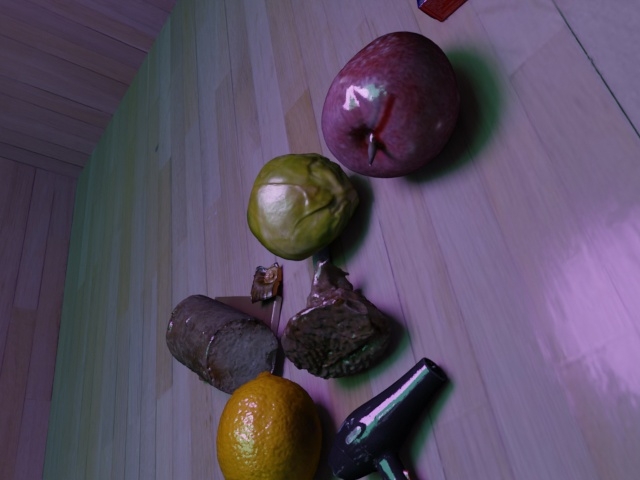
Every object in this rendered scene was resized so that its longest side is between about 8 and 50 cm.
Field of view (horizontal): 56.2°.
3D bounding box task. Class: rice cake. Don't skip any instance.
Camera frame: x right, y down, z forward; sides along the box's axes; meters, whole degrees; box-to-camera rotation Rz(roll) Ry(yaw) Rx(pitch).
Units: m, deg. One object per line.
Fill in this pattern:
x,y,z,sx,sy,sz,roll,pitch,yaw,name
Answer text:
0.000,0.000,1.218,0.042,0.031,0.180,-40,45,45,rice cake

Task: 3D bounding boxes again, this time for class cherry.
0.115,-0.213,0.990,0.236,0.212,0.285,-8,47,31,cherry

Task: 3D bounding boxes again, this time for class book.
-0.195,0.236,1.407,0.310,0.021,0.216,-8,69,54,book

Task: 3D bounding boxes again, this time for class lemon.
-0.088,0.349,1.050,0.188,0.188,0.256,-39,45,40,lemon

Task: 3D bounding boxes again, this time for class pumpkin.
-0.119,0.098,1.335,0.073,0.035,0.101,-16,47,31,pumpkin

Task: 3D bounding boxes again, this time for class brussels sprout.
-0.038,-0.065,1.151,0.223,0.161,0.223,-11,64,23,brussels sprout

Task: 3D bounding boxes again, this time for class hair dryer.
0.145,0.326,0.850,0.235,0.091,0.271,-50,51,15,hair dryer

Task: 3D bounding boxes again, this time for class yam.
-0.228,0.217,1.304,0.304,0.168,0.167,10,84,55,yam

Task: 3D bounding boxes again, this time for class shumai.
0.030,0.128,1.035,0.206,0.166,0.175,-38,24,40,shumai

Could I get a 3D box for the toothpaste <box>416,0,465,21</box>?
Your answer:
0.290,-0.503,0.993,0.320,0.066,0.076,-34,49,43,toothpaste
